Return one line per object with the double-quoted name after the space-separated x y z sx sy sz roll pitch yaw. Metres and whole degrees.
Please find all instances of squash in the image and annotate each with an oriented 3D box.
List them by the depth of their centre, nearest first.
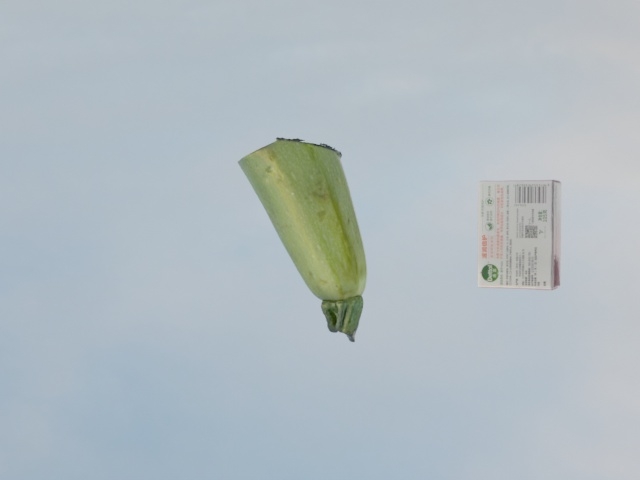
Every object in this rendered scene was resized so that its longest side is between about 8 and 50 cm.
0.013 -0.008 1.427 0.137 0.137 0.287 -28 -90 -58 "squash"

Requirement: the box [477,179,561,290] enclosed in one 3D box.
0.226 -0.007 1.217 0.089 0.125 0.043 2 -178 25 "box"
